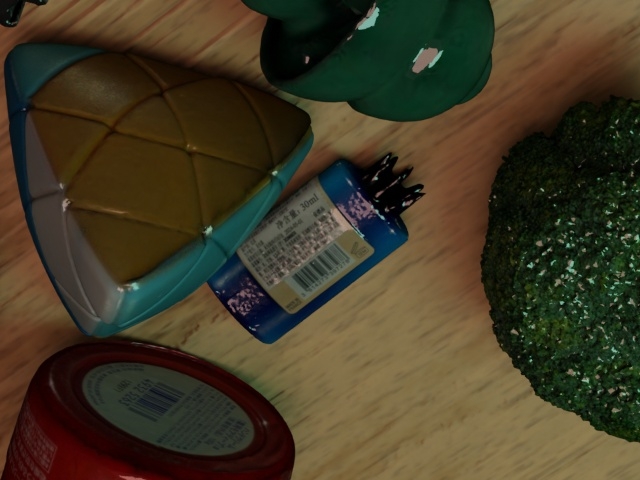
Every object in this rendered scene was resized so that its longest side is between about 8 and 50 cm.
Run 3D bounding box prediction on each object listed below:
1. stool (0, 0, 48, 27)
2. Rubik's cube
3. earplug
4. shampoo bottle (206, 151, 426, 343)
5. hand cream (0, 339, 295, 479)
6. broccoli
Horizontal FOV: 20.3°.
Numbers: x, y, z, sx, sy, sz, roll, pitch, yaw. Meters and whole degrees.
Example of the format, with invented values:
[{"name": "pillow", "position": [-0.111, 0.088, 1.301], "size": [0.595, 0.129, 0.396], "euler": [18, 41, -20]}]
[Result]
[{"name": "stool", "position": [-0.252, -0.305, 1.139], "size": [0.297, 0.330, 0.297], "euler": [1, 114, 2]}, {"name": "Rubik's cube", "position": [-0.143, 0.008, 1.335], "size": [0.254, 0.254, 0.254], "euler": [1, 113, 1]}, {"name": "earplug", "position": [0.034, -0.219, 1.288], "size": [0.280, 0.164, 0.257], "euler": [40, 72, -26]}, {"name": "shampoo bottle", "position": [0.000, 0.000, 1.414], "size": [0.183, 0.050, 0.087], "euler": [-38, 105, 16]}, {"name": "hand cream", "position": [-0.140, 0.190, 1.408], "size": [0.230, 0.230, 0.149], "euler": [16, 110, -5]}, {"name": "broccoli", "position": [0.242, 0.020, 1.334], "size": [0.241, 0.269, 0.262], "euler": [-11, 92, -30]}]
